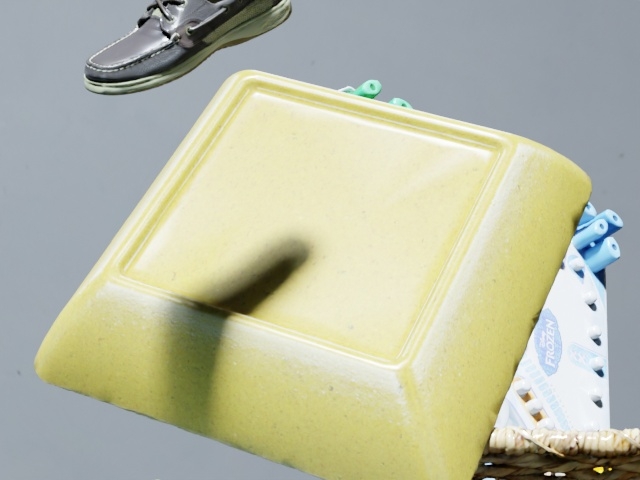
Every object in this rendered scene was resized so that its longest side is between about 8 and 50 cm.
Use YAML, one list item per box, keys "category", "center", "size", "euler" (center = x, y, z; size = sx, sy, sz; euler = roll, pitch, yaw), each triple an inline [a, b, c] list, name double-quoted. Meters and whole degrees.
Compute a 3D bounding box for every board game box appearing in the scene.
- category: "board game box"
  center: [0.166, 0.064, 1.355]
  size: [0.390, 0.050, 0.390]
  euler: [25, 53, -27]

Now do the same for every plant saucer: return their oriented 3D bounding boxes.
- category: "plant saucer"
  center: [0.000, 0.000, 0.978]
  size: [0.332, 0.081, 0.333]
  euler: [16, 53, 18]

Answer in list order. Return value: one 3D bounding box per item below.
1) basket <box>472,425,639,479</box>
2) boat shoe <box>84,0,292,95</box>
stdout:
- category: "basket"
  center: [0.190, 0.271, 0.878]
  size: [0.299, 0.223, 0.213]
  euler: [1, 36, 10]
- category: "boat shoe"
  center: [-0.084, -0.137, 0.814]
  size: [0.152, 0.056, 0.049]
  euler: [-34, 130, -32]
